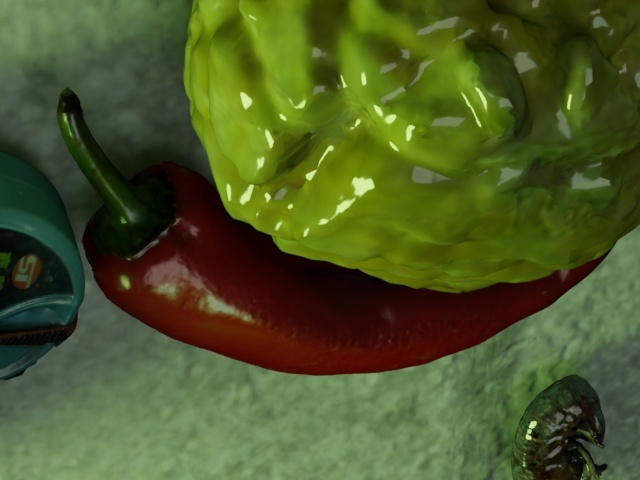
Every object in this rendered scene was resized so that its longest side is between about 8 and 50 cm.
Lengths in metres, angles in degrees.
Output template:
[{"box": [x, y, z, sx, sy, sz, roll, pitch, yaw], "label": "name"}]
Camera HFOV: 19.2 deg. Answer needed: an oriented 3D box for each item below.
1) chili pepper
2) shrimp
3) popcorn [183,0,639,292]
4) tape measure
[{"box": [0.002, 0.007, 1.026, 0.368, 0.092, 0.137, 7, 106, -37], "label": "chili pepper"}, {"box": [0.156, 0.152, 1.223, 0.065, 0.056, 0.165, -26, 137, -10], "label": "shrimp"}, {"box": [0.057, -0.092, 0.878, 0.249, 0.225, 0.249, -9, 158, -3], "label": "popcorn"}, {"box": [-0.184, 0.016, 0.940, 0.146, 0.081, 0.125, 5, 128, -28], "label": "tape measure"}]
